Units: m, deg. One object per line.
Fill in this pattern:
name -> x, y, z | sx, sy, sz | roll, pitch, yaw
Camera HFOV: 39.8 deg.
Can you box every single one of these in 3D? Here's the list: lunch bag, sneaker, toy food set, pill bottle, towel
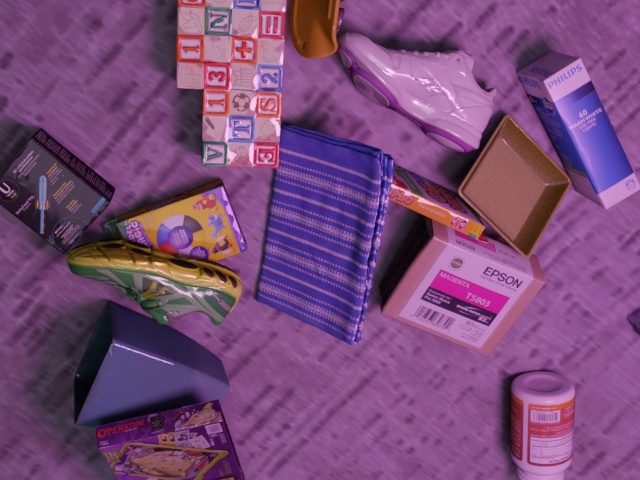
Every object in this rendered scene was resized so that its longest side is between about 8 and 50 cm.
lunch bag -> 0.650, 0.154, 1.706 | 0.083, 0.071, 0.053 | -35, 107, 3
sneaker -> 0.166, -0.279, 1.495 | 0.305, 0.114, 0.152 | 31, 87, -20
sneaker -> -0.280, 0.079, 1.471 | 0.295, 0.109, 0.124 | 16, 104, -15
toy food set -> 0.016, -0.401, 1.421 | 0.071, 0.128, 0.218 | -4, 108, -36
pill bottle -> 0.430, 0.374, 1.716 | 0.121, 0.121, 0.216 | -5, 108, -7
towel -> -0.003, -0.014, 1.490 | 0.040, 0.243, 0.336 | -10, 115, -49

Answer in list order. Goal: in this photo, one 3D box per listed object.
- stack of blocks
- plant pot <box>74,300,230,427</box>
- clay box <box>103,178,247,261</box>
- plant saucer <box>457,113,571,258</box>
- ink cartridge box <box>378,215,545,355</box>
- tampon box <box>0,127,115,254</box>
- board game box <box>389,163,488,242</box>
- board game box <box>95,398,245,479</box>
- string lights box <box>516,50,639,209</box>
stack of blocks -> -0.150, -0.273, 1.445 | 0.171, 0.087, 0.297 | 0, 107, -8
plant pot -> -0.290, 0.242, 1.552 | 0.234, 0.165, 0.166 | 21, 103, -22
clay box -> -0.252, -0.008, 1.531 | 0.222, 0.053, 0.127 | -21, 110, -2
plant saucer -> 0.336, -0.092, 1.566 | 0.188, 0.045, 0.188 | 42, 68, -17
ink cartridge box -> 0.250, 0.081, 1.590 | 0.234, 0.088, 0.193 | 22, 121, -14
tampon box -> -0.441, -0.082, 1.454 | 0.161, 0.101, 0.120 | 42, 97, -17
board game box -> 0.176, -0.078, 1.534 | 0.259, 0.124, 0.039 | 26, 111, -16
board game box -> -0.251, 0.396, 1.562 | 0.208, 0.056, 0.347 | -15, 144, -8
string lights box -> 0.447, -0.193, 1.535 | 0.076, 0.133, 0.260 | -31, 109, 2
